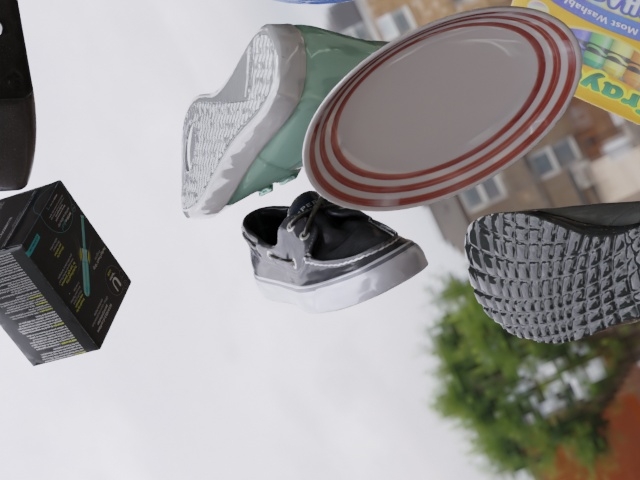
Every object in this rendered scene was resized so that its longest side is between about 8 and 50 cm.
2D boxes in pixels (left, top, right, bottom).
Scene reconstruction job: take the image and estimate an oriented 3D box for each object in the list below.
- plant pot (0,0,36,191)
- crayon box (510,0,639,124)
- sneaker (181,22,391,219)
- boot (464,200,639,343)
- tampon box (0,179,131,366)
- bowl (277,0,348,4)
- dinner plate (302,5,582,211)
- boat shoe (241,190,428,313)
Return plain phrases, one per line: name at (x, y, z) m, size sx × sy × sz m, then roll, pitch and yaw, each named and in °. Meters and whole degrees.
plant pot at (-0.336, -0.151, 1.348) m, size 0.167 × 0.187 × 0.188 m, roll -36°, pitch 63°, yaw 60°
crayon box at (0.290, -0.223, 1.480) m, size 0.083 × 0.203 × 0.323 m, roll -60°, pitch -10°, yaw -30°
sneaker at (-0.009, -0.072, 1.133) m, size 0.256 × 0.151 × 0.094 m, roll 144°, pitch 126°, yaw -61°
boot at (0.221, 0.007, 0.980) m, size 0.161 × 0.246 × 0.083 m, roll -14°, pitch -83°, yaw -36°
tampon box at (-0.310, 0.038, 1.767) m, size 0.161 × 0.101 × 0.120 m, roll 59°, pitch -148°, yaw -30°
bowl at (-0.006, -0.421, 1.489) m, size 0.391 × 0.391 × 0.077 m, roll 63°, pitch -174°, yaw -7°
dinner plate at (0.056, -0.063, 0.735) m, size 0.141 × 0.141 × 0.017 m, roll 43°, pitch -159°, yaw -57°
boat shoe at (0.000, 0.000, 1.131) m, size 0.076 × 0.080 × 0.228 m, roll 64°, pitch 163°, yaw -11°
